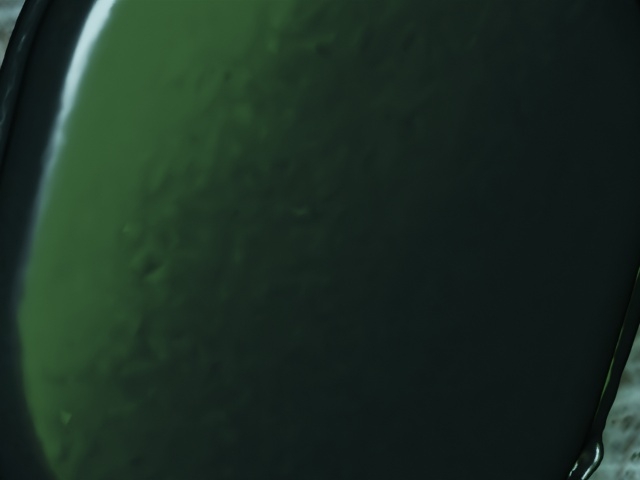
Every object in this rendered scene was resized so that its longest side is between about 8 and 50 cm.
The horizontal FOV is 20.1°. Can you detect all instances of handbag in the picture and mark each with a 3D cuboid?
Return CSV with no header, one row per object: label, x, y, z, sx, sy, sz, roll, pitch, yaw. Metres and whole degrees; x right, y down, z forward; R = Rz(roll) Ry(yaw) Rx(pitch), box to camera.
handbag,0.000,0.000,0.651,0.253,0.093,0.308,13,97,-18
